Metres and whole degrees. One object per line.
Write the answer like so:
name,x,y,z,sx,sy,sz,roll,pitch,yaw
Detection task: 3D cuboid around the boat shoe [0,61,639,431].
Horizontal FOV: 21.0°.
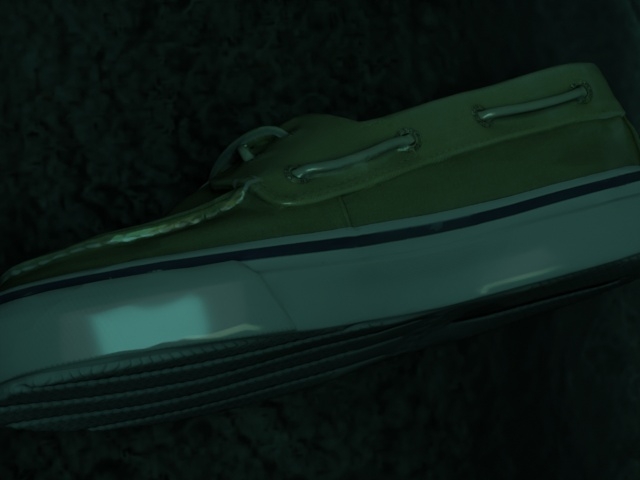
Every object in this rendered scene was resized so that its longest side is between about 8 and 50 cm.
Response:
boat shoe,0.000,0.000,0.670,0.302,0.109,0.094,-12,73,-28
